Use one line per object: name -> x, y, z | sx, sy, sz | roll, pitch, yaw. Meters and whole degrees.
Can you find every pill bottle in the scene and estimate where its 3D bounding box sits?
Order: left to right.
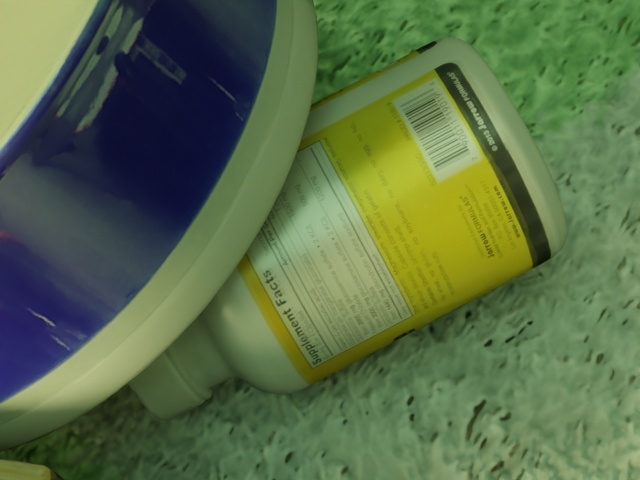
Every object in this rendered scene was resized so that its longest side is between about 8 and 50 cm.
pill bottle -> 0.000, 0.000, 0.543 | 0.184, 0.103, 0.103 | -28, 68, 2

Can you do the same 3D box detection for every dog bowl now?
dog bowl -> -0.137, -0.054, 0.532 | 0.265, 0.104, 0.265 | -23, 47, 27

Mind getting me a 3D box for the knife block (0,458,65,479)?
knife block -> -0.141, 0.120, 0.465 | 0.242, 0.276, 0.088 | -9, 66, 41
